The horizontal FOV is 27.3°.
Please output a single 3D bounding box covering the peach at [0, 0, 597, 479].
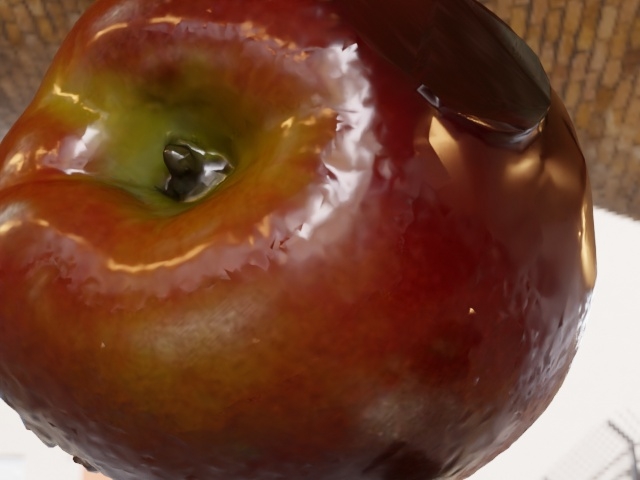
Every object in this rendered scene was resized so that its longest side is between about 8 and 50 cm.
[{"bbox_3d":[0.000,-0.013,0.792,0.406,0.335,0.310,10,-48,-43],"label":"peach"}]
